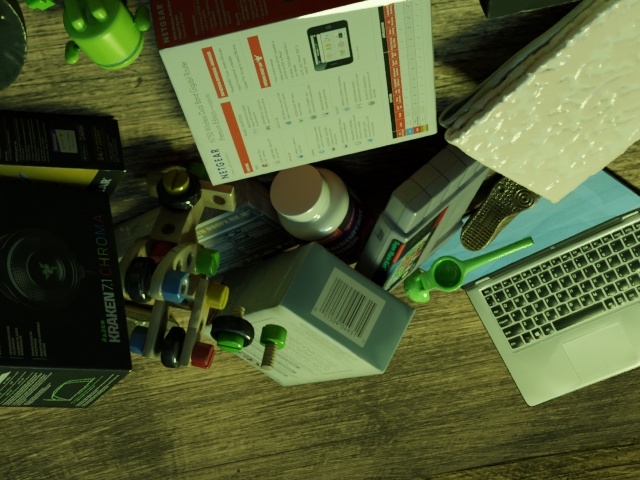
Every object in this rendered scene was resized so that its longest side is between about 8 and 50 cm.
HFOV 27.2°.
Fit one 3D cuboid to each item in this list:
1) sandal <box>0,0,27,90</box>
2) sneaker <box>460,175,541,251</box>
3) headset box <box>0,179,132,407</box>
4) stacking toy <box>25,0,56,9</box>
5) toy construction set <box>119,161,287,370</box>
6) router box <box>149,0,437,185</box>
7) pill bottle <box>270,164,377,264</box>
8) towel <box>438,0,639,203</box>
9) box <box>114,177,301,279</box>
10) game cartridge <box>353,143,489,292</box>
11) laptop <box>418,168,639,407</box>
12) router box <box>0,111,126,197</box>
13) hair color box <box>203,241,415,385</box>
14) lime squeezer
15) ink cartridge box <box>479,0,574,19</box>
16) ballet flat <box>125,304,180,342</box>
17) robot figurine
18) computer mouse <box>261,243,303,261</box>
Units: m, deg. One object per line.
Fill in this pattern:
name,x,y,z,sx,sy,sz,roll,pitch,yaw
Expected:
sandal,-0.376,-0.221,1.200,0.167,0.107,0.446,-5,160,-2
sneaker,0.287,-0.062,2.061,0.188,0.066,0.071,-45,-177,29
headset box,-0.388,0.060,1.547,0.283,0.246,0.131,7,150,-34
stacking toy,-0.261,-0.308,1.257,0.167,0.052,0.221,-20,157,18
toy construction set,-0.222,0.028,1.798,0.308,0.237,0.257,-8,145,32
router box,-0.019,-0.204,1.558,0.301,0.082,0.335,-13,156,0
pill bottle,0.003,-0.040,1.891,0.108,0.108,0.193,-21,155,16
towel,0.356,-0.197,1.729,0.332,0.053,0.317,-39,146,23
box,-0.163,-0.009,1.940,0.231,0.056,0.183,-23,153,19
game cartridge,0.151,-0.028,1.923,0.230,0.068,0.355,-45,169,-26
laptop,0.401,0.090,2.238,0.382,0.408,0.236,-26,-174,28
router box,-0.415,-0.051,1.690,0.243,0.081,0.309,1,152,-28
hair color box,-0.034,0.120,1.986,0.185,0.114,0.374,34,159,-15
lime squeezer,0.203,0.060,2.099,0.110,0.059,0.310,3,161,-33
ink cartridge box,0.360,-0.352,1.461,0.370,0.069,0.176,-14,156,-3
ballet flat,-0.317,0.134,2.187,0.084,0.058,0.250,-45,152,14
robot figurine,-0.232,-0.227,1.416,0.101,0.067,0.115,-26,155,5
computer mouse,0.000,0.000,2.064,0.193,0.042,0.106,-5,151,-4
